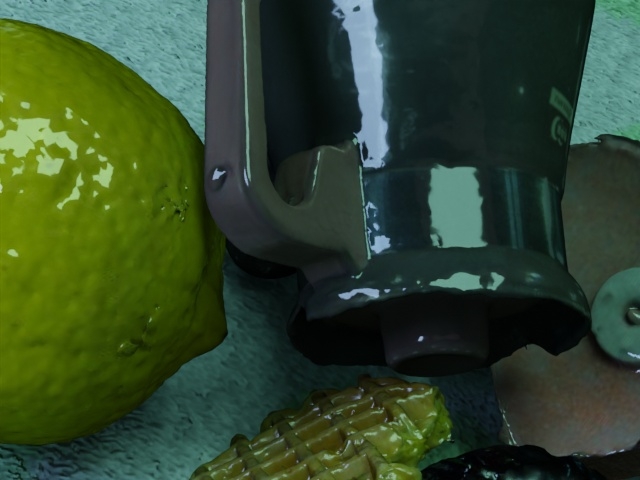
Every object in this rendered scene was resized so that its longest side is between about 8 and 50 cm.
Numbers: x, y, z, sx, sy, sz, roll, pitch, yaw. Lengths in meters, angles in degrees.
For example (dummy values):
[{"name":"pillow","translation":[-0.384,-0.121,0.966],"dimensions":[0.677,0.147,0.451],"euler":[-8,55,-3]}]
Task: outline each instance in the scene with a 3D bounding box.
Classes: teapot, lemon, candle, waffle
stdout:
[{"name":"teapot","translation":[0.057,-0.083,1.220],"dimensions":[0.376,0.306,0.361],"euler":[17,61,-46]},{"name":"lemon","translation":[-0.233,-0.009,1.159],"dimensions":[0.336,0.336,0.336],"euler":[12,42,-11]},{"name":"candle","translation":[0.269,0.084,1.321],"dimensions":[0.317,0.287,0.131],"euler":[27,-6,37]},{"name":"waffle","translation":[0.003,0.166,1.155],"dimensions":[0.253,0.249,0.056],"euler":[-32,105,-40]}]

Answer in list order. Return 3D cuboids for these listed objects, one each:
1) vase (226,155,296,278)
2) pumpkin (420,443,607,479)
[{"name":"vase","translation":[0.000,0.000,1.413],"dimensions":[0.183,0.120,0.120],"euler":[32,39,-14]},{"name":"pumpkin","translation":[0.136,0.260,1.145],"dimensions":[0.233,0.163,0.233],"euler":[7,54,-10]}]
